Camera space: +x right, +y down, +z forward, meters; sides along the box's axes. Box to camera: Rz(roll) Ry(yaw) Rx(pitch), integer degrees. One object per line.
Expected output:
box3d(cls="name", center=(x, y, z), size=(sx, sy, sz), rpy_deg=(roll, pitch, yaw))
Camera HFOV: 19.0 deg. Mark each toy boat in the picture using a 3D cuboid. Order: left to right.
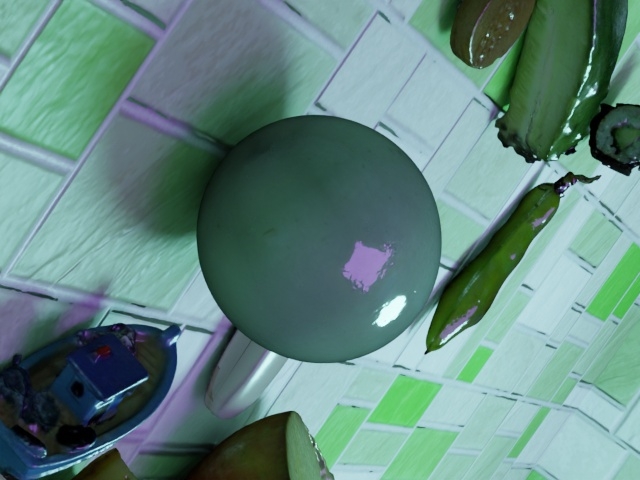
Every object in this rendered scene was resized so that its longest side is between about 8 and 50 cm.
box3d(cls="toy boat", center=(-0.182, 0.113, 1.512), size=(0.097, 0.100, 0.223), rpy_deg=(-50, 169, 35))

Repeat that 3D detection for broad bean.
box3d(cls="broad bean", center=(0.230, 0.021, 2.455), size=(0.325, 0.067, 0.075), rpy_deg=(-52, -168, -14))

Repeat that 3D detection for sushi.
box3d(cls="sushi", center=(0.406, -0.143, 2.543), size=(0.084, 0.094, 0.098), rpy_deg=(42, 68, -76))

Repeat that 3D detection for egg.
box3d(cls="egg", center=(0.000, 0.000, 1.595), size=(0.203, 0.203, 0.283), rpy_deg=(-54, 166, -1))

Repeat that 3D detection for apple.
box3d(cls="apple", center=(-0.069, 0.298, 2.005), size=(0.254, 0.179, 0.346), rpy_deg=(-63, 165, -10))

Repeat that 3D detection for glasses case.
box3d(cls="glasses case", center=(-0.047, 0.088, 1.879), size=(0.204, 0.051, 0.081), rpy_deg=(-56, 161, 7))

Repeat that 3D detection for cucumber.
box3d(cls="cucumber", center=(0.282, -0.230, 2.064), size=(0.145, 0.105, 0.325), rpy_deg=(-42, 156, -31))

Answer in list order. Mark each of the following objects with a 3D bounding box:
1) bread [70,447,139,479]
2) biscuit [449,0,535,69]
box3d(cls="bread", center=(-0.291, 0.332, 1.631), size=(0.361, 0.077, 0.138), rpy_deg=(-43, 174, -32))
box3d(cls="biscuit", center=(0.213, -0.302, 1.836), size=(0.301, 0.049, 0.197), rpy_deg=(-59, 152, 12))
